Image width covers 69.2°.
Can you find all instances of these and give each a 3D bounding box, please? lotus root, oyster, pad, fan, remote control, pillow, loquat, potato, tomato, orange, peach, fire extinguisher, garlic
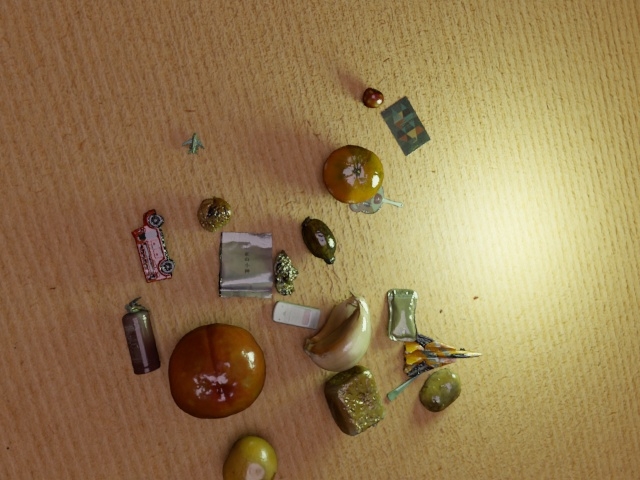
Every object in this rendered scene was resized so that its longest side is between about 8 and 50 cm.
[{"bbox_3d":[0.000,0.000,1.798,0.120,0.120,0.209,-32,97,-11],"label":"lotus root"},{"bbox_3d":[-0.133,0.124,1.786,0.105,0.056,0.177,1,83,-44],"label":"oyster"},{"bbox_3d":[0.356,-0.475,1.931,0.143,0.003,0.211,-36,100,-10],"label":"pad"},{"bbox_3d":[0.236,-0.173,1.908,0.227,0.008,0.152,13,88,-14],"label":"fan"},{"bbox_3d":[-0.095,0.294,1.830,0.190,0.029,0.087,13,89,-14],"label":"remote control"},{"bbox_3d":[0.339,0.308,1.924,0.130,0.033,0.217,4,78,-6],"label":"pillow"},{"bbox_3d":[-0.260,0.833,1.722,0.208,0.208,0.207,-1,92,-14],"label":"loquat"},{"bbox_3d":[0.520,0.643,1.975,0.200,0.081,0.164,-42,100,-12],"label":"potato"},{"bbox_3d":[0.363,0.609,1.966,0.193,0.016,0.038,-35,103,-10],"label":"fan"},{"bbox_3d":[0.209,-0.565,1.853,0.087,0.087,0.075,15,124,-14],"label":"tomato"},{"bbox_3d":[0.129,-0.257,1.792,0.240,0.171,0.240,0,89,-13],"label":"orange"},{"bbox_3d":[-0.357,0.459,1.629,0.343,0.302,0.342,0,91,-13],"label":"peach"},{"bbox_3d":[-0.641,0.334,1.656,0.105,0.105,0.268,-11,94,-14],"label":"fire extinguisher"},{"bbox_3d":[0.086,0.361,1.772,0.313,0.286,0.249,-38,65,-7],"label":"garlic"}]

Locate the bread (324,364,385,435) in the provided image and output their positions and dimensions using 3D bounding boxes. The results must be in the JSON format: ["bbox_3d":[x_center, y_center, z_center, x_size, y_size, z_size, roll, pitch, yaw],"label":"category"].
[{"bbox_3d":[0.126,0.630,1.826,0.196,0.176,0.246,-22,94,-25],"label":"bread"}]

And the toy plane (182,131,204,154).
[{"bbox_3d":[-0.466,-0.357,1.711,0.080,0.033,0.083,7,83,-14],"label":"toy plane"}]

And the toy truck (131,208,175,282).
[{"bbox_3d":[-0.596,0.019,1.652,0.114,0.107,0.252,-15,96,-14],"label":"toy truck"}]

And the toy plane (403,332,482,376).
[{"bbox_3d":[0.503,0.468,1.936,0.316,0.103,0.204,-2,94,1],"label":"toy plane"}]

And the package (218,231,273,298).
[{"bbox_3d":[-0.284,0.094,1.766,0.204,0.062,0.250,3,78,-14],"label":"package"}]

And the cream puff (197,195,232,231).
[{"bbox_3d":[-0.391,-0.096,1.707,0.119,0.104,0.133,32,85,-20],"label":"cream puff"}]
